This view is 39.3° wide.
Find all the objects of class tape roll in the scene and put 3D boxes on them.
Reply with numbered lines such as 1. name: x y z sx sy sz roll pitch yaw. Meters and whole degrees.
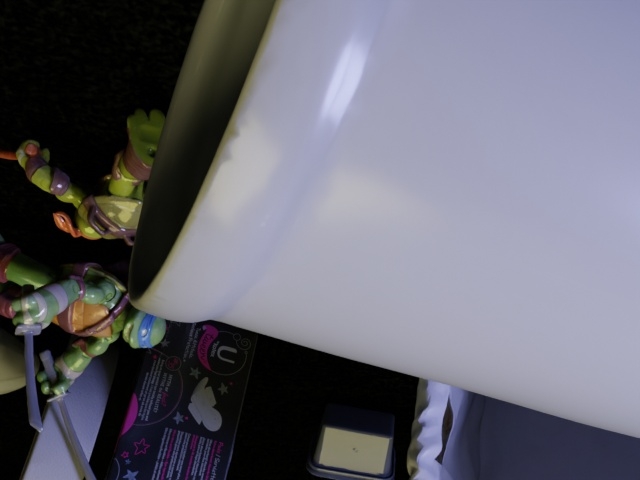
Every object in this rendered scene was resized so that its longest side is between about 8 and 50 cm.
1. tape roll: -0.370 0.317 1.225 0.072 0.392 0.392 19 148 -14

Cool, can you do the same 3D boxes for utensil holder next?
1. utensil holder: 0.126 -0.065 0.513 0.385 0.327 0.327 17 148 -15

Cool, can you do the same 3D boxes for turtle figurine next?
1. turtle figurine: -0.197 -0.047 0.862 0.269 0.087 0.217 29 144 -27
2. turtle figurine: -0.328 0.103 1.000 0.266 0.274 0.198 25 176 18

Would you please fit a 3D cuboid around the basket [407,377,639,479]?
1. basket: 0.270 0.220 0.923 0.331 0.328 0.266 2 150 13

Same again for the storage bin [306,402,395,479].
1. storage bin: 0.054 0.299 1.357 0.135 0.098 0.091 10 121 2

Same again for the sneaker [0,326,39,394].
1. sneaker: -0.518 0.128 1.237 0.297 0.111 0.129 32 137 -33

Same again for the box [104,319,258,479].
1. box: -0.186 0.241 1.173 0.142 0.247 0.163 18 148 -9
